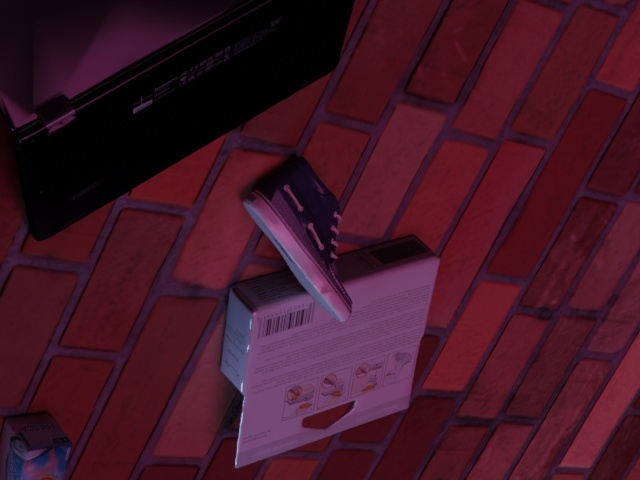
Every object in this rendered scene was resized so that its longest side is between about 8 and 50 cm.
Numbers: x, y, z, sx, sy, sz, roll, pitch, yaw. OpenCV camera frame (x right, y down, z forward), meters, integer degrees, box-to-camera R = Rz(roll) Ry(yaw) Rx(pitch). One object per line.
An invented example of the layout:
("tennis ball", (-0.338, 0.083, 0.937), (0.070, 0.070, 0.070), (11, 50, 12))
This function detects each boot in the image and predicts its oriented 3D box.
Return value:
("boot", (0.000, 0.000, 1.782), (0.086, 0.069, 0.190), (-41, 116, -11))

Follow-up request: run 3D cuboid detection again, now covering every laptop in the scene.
("laptop", (-0.176, -0.251, 1.509), (0.382, 0.236, 0.408), (-31, 165, -16))

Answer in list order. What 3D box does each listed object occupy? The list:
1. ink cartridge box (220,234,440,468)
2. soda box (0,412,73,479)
("ink cartridge box", (0.007, 0.133, 1.938), (0.275, 0.060, 0.239), (-15, 131, -32))
("soda box", (-0.332, 0.283, 1.769), (0.058, 0.063, 0.183), (-4, 124, -38))
